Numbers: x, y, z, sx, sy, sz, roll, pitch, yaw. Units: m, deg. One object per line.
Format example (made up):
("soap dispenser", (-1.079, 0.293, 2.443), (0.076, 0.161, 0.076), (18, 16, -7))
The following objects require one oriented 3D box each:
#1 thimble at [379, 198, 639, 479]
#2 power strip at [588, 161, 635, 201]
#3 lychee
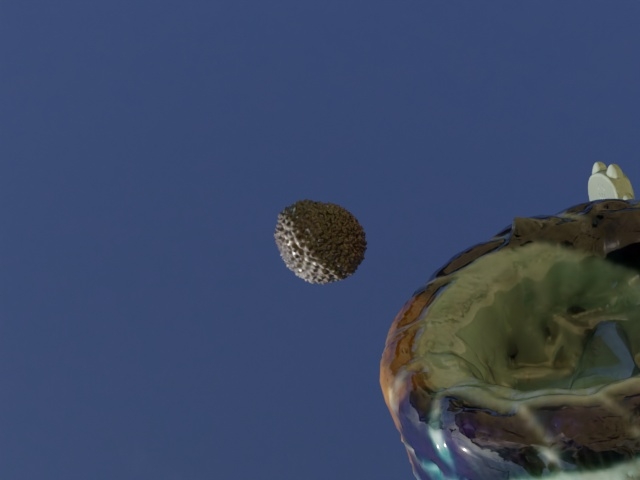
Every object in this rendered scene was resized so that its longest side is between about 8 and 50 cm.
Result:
("thimble", (0.155, 0.085, 0.758), (0.237, 0.150, 0.237), (-15, -152, 8))
("power strip", (0.238, -0.023, 1.201), (0.035, 0.055, 0.083), (-16, -77, -20))
("lychee", (0.000, 0.000, 1.191), (0.067, 0.083, 0.068), (-38, -123, 13))
